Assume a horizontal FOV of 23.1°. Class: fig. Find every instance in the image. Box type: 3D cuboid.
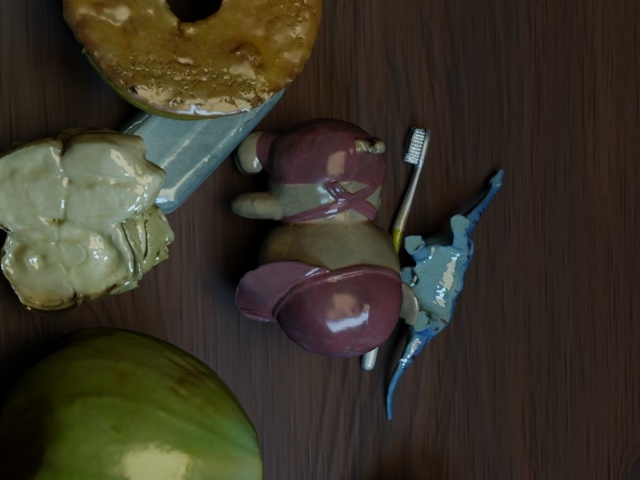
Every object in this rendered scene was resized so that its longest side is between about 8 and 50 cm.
[{"bbox_3d":[-0.184,0.212,1.526,0.271,0.239,0.239,13,87,9],"label":"fig"}]

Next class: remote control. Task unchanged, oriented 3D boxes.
[{"bbox_3d":[-0.130,-0.128,1.638,0.104,0.052,0.247,44,71,-8],"label":"remote control"}]

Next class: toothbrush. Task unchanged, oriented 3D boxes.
[{"bbox_3d":[0.083,0.008,1.809,0.024,0.021,0.288,15,87,-21],"label":"toothbrush"}]

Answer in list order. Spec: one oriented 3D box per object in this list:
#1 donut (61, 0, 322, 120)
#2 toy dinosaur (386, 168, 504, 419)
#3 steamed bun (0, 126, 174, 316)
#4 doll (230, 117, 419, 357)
[{"bbox_3d":[-0.134,-0.248,1.569,0.277,0.108,0.278,3,82,-18],"label":"donut"},{"bbox_3d":[0.129,0.042,1.801,0.329,0.076,0.144,-66,157,-10],"label":"toy dinosaur"},{"bbox_3d":[-0.233,-0.033,1.544,0.192,0.106,0.177,-20,108,9],"label":"steamed bun"},{"bbox_3d":[0.000,0.001,1.683,0.196,0.152,0.256,-6,82,0],"label":"doll"}]
